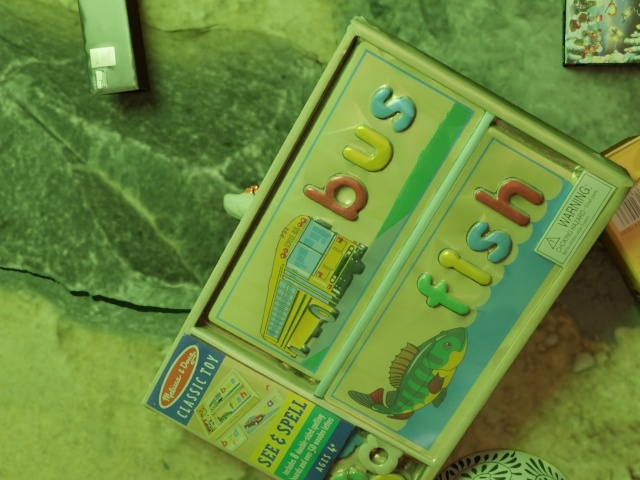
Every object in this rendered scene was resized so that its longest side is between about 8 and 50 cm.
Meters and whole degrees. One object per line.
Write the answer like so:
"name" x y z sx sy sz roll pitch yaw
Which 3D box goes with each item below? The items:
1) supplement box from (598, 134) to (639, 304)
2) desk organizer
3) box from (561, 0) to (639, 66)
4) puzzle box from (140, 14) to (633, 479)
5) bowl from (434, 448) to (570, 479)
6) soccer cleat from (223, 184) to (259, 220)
"supplement box" 0.314 0.022 0.956 0.080 0.078 0.233 -30 90 5
"desk organizer" -0.197 -0.203 1.010 0.047 0.050 0.130 -7 93 7
"box" 0.269 -0.228 0.970 0.093 0.027 0.137 0 93 5
"puzzle box" 0.047 0.044 0.943 0.272 0.052 0.409 29 109 -1
"bowl" 0.172 0.287 0.986 0.170 0.080 0.170 0 94 6
"soccer cleat" 0.000 0.000 0.995 0.196 0.068 0.076 14 98 2
